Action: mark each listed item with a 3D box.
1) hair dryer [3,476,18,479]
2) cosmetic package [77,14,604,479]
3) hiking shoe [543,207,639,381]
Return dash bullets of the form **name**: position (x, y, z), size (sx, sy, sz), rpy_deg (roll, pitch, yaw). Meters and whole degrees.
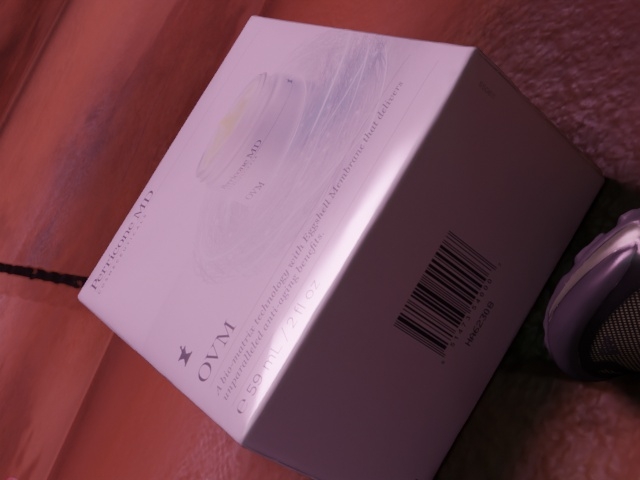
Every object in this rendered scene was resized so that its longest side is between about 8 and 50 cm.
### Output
- **hair dryer**: position (-0.357, 0.277, 0.752), size (0.294, 0.080, 0.223), rpy_deg (-31, 10, 7)
- **cosmetic package**: position (0.000, 0.000, 0.567), size (0.225, 0.138, 0.224), rpy_deg (24, 82, 53)
- **hiking shoe**: position (0.192, 0.035, 0.373), size (0.227, 0.086, 0.114), rpy_deg (-22, 46, 35)
